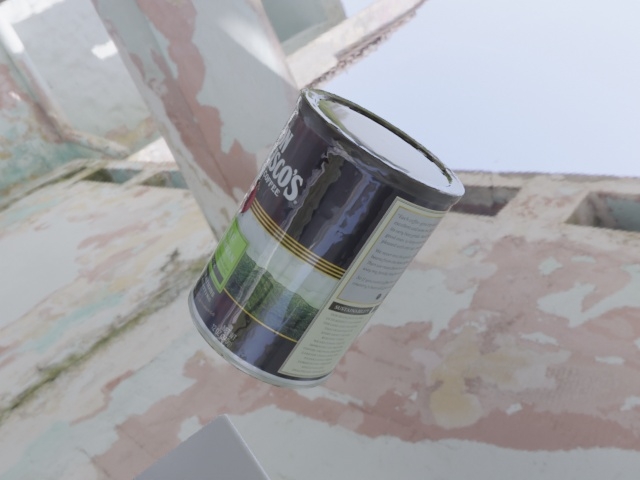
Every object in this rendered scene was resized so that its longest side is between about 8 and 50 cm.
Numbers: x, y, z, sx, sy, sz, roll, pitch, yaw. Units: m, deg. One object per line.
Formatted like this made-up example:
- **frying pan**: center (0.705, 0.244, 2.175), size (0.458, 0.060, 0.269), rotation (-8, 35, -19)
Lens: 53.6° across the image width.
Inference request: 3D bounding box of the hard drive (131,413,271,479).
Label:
- **hard drive**: center (-0.147, 0.399, 0.809), size (0.233, 0.047, 0.353), rotation (-35, -147, -15)

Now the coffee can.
- **coffee can**: center (0.000, 0.000, 0.716), size (0.275, 0.202, 0.201), rotation (-58, -165, 22)
